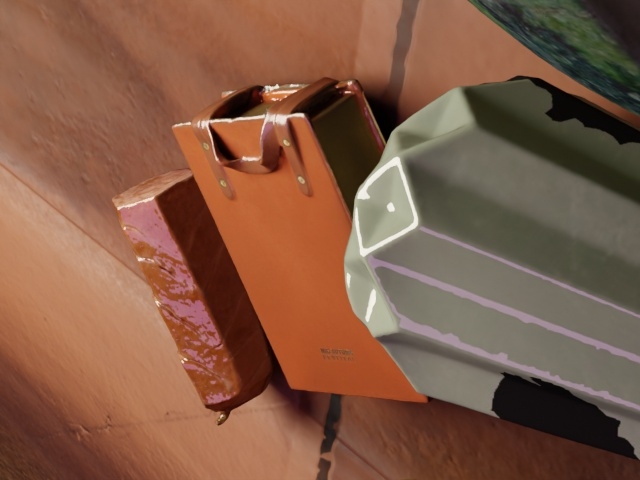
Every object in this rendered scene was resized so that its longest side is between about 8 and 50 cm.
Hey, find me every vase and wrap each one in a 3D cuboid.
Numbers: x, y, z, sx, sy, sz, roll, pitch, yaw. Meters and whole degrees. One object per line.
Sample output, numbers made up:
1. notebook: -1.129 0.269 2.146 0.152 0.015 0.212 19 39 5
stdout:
1. vase: 0.187 0.045 0.770 0.360 0.165 0.165 23 133 31

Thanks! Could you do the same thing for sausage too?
1. sausage: -0.077 0.041 1.145 0.065 0.065 0.169 -2 116 50

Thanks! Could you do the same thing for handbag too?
1. handbag: 0.000 0.000 1.028 0.127 0.063 0.190 2 120 50

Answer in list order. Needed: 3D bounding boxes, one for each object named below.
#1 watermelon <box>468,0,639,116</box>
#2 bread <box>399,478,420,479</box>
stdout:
1. watermelon: 0.153 -0.136 0.555 0.283 0.250 0.292 29 135 -7
2. bread: 0.064 0.221 1.054 0.229 0.139 0.143 -1 118 51
